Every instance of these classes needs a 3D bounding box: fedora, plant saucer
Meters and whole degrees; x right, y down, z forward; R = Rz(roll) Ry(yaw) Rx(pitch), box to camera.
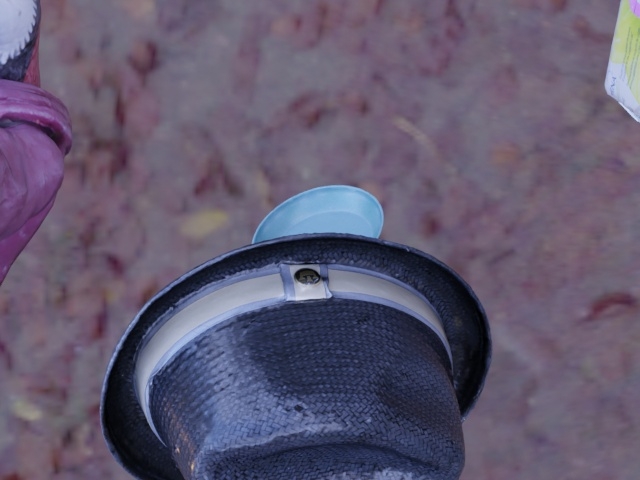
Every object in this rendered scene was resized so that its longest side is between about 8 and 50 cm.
[{"bbox_3d":[-0.004,0.150,1.479,0.334,0.334,0.152,-47,36,21],"label":"fedora"},{"bbox_3d":[0.000,0.000,1.590,0.119,0.021,0.119,-13,40,11],"label":"plant saucer"}]

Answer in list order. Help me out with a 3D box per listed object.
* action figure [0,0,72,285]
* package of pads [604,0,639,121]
[{"bbox_3d":[-0.176,0.034,0.739,0.248,0.275,0.370,22,81,54],"label":"action figure"},{"bbox_3d":[0.374,-0.247,1.668,0.229,0.296,0.101,-39,65,-20],"label":"package of pads"}]
